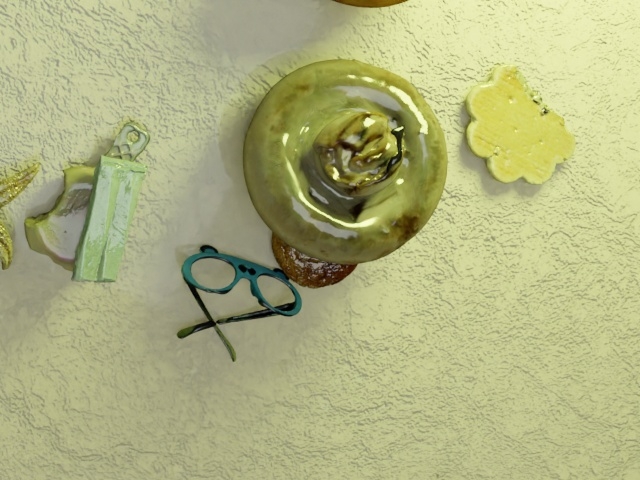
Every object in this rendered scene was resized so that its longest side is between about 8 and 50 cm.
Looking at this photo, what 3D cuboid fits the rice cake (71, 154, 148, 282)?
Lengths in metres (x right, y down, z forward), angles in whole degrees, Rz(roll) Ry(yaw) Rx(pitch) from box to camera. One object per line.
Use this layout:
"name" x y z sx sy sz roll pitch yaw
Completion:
"rice cake" -0.364 -0.031 1.694 0.085 0.040 0.226 13 99 -21

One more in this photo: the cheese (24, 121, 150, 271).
"cheese" -0.395 -0.082 1.737 0.163 0.082 0.286 29 94 -21

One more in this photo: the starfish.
"starfish" -0.603 -0.056 1.694 0.277 0.062 0.236 -43 98 13

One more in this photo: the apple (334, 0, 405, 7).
"apple" 0.091 -0.525 1.635 0.275 0.299 0.299 17 102 -47

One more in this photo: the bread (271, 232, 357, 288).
"bread" 0.000 0.000 1.872 0.193 0.064 0.193 -3 104 -11

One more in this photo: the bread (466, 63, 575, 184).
"bread" 0.374 -0.212 1.920 0.182 0.039 0.251 -45 111 2

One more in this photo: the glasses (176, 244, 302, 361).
"glasses" -0.164 0.137 1.845 0.239 0.102 0.207 16 101 -19

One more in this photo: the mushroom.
"mushroom" 0.049 -0.141 1.701 0.362 0.294 0.362 1 85 -12
